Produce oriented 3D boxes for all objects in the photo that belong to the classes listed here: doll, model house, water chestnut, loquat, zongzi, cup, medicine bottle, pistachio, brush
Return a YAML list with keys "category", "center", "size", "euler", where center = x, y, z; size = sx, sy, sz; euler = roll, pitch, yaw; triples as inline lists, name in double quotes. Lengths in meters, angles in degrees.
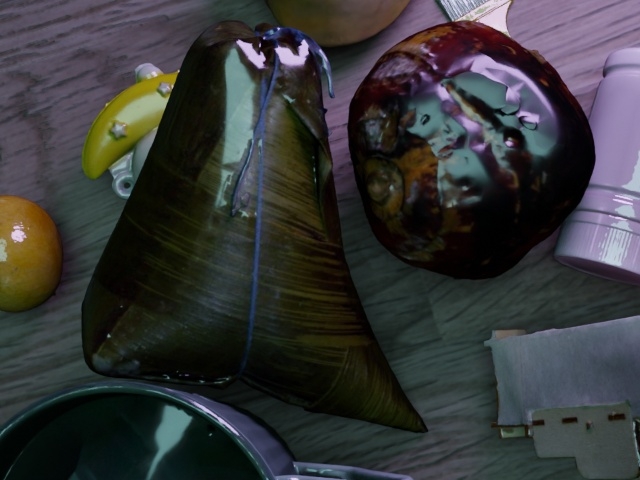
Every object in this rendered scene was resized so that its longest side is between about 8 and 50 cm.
- category: "doll"
  center: [-0.167, -0.093, 1.230]
  size: [0.237, 0.111, 0.252]
  euler: [-17, 92, -12]
- category: "model house"
  center: [0.370, 0.156, 1.085]
  size: [0.244, 0.326, 0.169]
  euler: [0, 78, -32]
- category: "water chestnut"
  center: [0.164, -0.100, 1.136]
  size: [0.289, 0.244, 0.289]
  euler: [0, 87, 7]
- category: "loquat"
  center: [-0.375, 0.018, 1.222]
  size: [0.141, 0.141, 0.141]
  euler: [-1, 83, 5]
- category: "zongzi"
  center: [0.000, 0.000, 1.116]
  size: [0.432, 0.208, 0.403]
  euler: [20, 104, -16]
- category: "cup"
  center: [-0.119, 0.313, 1.032]
  size: [0.401, 0.392, 0.310]
  euler: [22, 86, 8]
- category: "medicine bottle"
  center: [0.358, -0.082, 1.166]
  size: [0.133, 0.133, 0.249]
  euler: [17, 83, 7]
- category: "pistachio"
  center: [0.037, -0.355, 1.225]
  size: [0.260, 0.163, 0.212]
  euler: [-33, 102, -12]
- category: "brush"
  center: [0.229, -0.239, 1.260]
  size: [0.083, 0.011, 0.205]
  euler: [-30, 82, 0]
